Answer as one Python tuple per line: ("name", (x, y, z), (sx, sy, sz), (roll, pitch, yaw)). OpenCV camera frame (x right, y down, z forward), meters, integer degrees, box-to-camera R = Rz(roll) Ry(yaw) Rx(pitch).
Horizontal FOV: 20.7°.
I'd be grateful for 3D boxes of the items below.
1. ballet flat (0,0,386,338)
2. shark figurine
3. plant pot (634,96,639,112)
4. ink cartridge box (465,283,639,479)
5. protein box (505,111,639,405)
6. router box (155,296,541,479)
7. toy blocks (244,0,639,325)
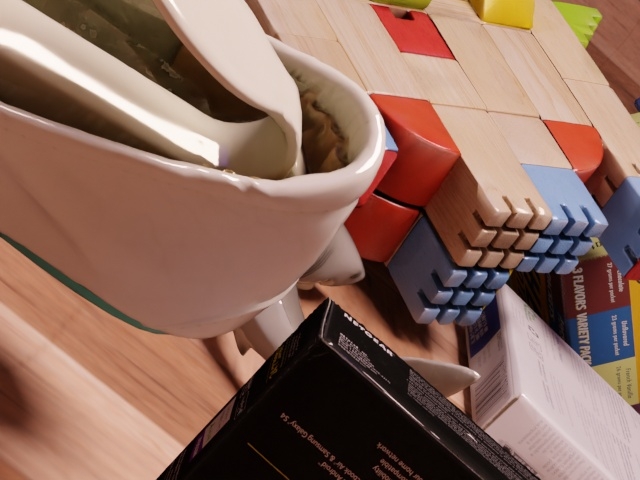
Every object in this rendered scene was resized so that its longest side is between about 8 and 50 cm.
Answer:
("ballet flat", (-0.135, -0.094, 0.533), (0.400, 0.139, 0.139), (30, 18, -35))
("shark figurine", (-0.011, -0.002, 0.890), (0.166, 0.116, 0.278), (37, 13, -16))
("plant pot", (0.334, 0.012, 1.602), (0.236, 0.212, 0.236), (39, 13, -15))
("ink cartridge box", (0.187, 0.144, 1.133), (0.224, 0.045, 0.223), (42, 14, -8))
("protein box", (0.253, 0.007, 1.338), (0.201, 0.200, 0.136), (-113, -169, -60))
("router box", (0.024, 0.125, 0.542), (0.179, 0.133, 0.046), (42, 14, -6))
("toy blocks", (0.080, -0.060, 1.145), (0.381, 0.190, 0.261), (5, 44, -36))
